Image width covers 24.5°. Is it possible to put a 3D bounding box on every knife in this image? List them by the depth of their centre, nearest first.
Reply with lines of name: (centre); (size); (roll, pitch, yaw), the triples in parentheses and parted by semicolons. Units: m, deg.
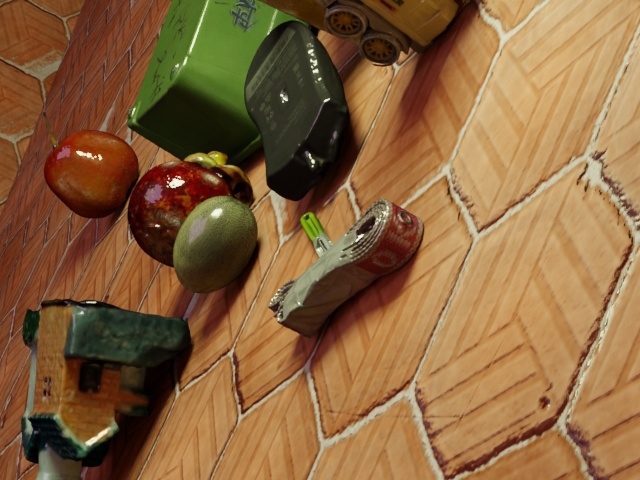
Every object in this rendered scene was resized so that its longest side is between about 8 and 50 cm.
knife: (0.000, 0.000, 1.625); (0.022, 0.026, 0.184); (-22, 20, -3)

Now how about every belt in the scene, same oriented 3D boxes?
belt: (0.019, 0.035, 1.481); (0.232, 0.053, 0.071); (-41, 30, 47)

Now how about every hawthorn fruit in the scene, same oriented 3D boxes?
hawthorn fruit: (-0.434, -0.136, 2.654); (0.163, 0.203, 0.163); (-55, 17, 25)

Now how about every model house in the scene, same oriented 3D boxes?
model house: (-0.303, 0.223, 1.935); (0.253, 0.184, 0.291); (-5, 73, 61)

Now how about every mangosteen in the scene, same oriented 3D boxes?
mangosteen: (-0.170, -0.040, 1.971); (0.181, 0.155, 0.146); (-38, -42, -64)

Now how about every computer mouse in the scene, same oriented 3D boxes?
computer mouse: (-0.015, -0.157, 1.767); (0.147, 0.088, 0.264); (-53, 31, 32)

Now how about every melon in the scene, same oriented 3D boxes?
melon: (-0.133, 0.006, 1.846); (0.131, 0.098, 0.098); (-55, 20, 11)

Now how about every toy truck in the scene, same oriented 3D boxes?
toy truck: (0.042, -0.315, 1.567); (0.157, 0.272, 0.124); (-30, 36, 42)

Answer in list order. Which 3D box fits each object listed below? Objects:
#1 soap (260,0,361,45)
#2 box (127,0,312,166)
soap: (0.006, -0.395, 1.877); (0.091, 0.199, 0.315); (-53, 22, 37)
box: (-0.138, -0.272, 2.108); (0.252, 0.177, 0.329); (-35, 33, 57)
